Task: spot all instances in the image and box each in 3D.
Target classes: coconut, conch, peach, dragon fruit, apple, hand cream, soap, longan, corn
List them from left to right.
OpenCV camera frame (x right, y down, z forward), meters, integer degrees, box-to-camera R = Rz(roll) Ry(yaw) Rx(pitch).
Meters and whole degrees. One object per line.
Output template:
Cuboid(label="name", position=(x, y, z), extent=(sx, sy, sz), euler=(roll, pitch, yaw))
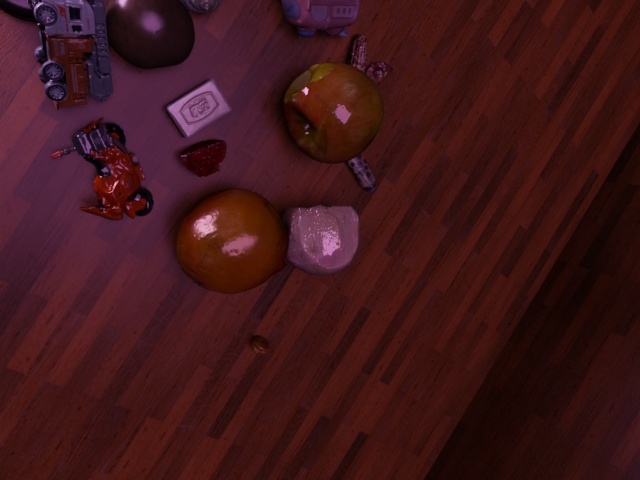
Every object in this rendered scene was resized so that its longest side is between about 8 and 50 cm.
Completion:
Cuboid(label="longan", position=(-0.488, -0.610, 1.392), extent=(0.249, 0.248, 0.248), euler=(-7, 106, -25))
Cuboid(label="conch", position=(-0.384, -0.761, 1.450), extent=(0.173, 0.199, 0.131), euler=(-16, 145, -22))
Cuboid(label="soap", position=(-0.398, -0.430, 1.566), extent=(0.183, 0.064, 0.121), euler=(-37, 119, -13))
Cuboid(label="dragon fruit", position=(-0.392, -0.272, 1.607), extent=(0.162, 0.083, 0.106), euler=(-29, 127, -27))
Cuboid(label="peach", position=(-0.283, 0.004, 1.595), extent=(0.373, 0.290, 0.372), euler=(2, 68, -5))
Cuboid(label="coconut", position=(0.000, 0.000, 1.750), extent=(0.298, 0.297, 0.254), euler=(1, 91, -27))
Cuboid(label="apple", position=(0.049, -0.437, 1.642), extent=(0.340, 0.340, 0.339), euler=(-7, 106, -25))
Cuboid(label="hand cream", position=(0.136, -0.311, 1.870), extent=(0.095, 0.059, 0.276), euler=(-39, 112, -15))
Cuboid(label="corn", position=(0.132, -0.633, 1.773), extent=(0.080, 0.079, 0.236), euler=(7, 98, -28))

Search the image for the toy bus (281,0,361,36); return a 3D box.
Cuboid(label="toy bus", position=(-0.001, -0.799, 1.599), extent=(0.294, 0.197, 0.231), euler=(-15, 122, -29))

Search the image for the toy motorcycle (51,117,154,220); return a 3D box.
Cuboid(label="toy motorcycle", position=(-0.652, -0.195, 1.466), extent=(0.221, 0.148, 0.325), euler=(-37, 121, -38))

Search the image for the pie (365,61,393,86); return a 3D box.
Cuboid(label="pie", position=(0.202, -0.617, 1.833), extent=(0.092, 0.034, 0.169), euler=(37, 86, -33))

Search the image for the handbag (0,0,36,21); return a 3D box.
Cuboid(label="handbag", position=(-0.752, -0.730, 1.293), extent=(0.308, 0.093, 0.253), euler=(-22, 113, -20))

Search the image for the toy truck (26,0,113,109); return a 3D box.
Cuboid(label="toy truck", position=(-0.669, -0.539, 1.303), extent=(0.185, 0.133, 0.338), euler=(-14, 135, -33))

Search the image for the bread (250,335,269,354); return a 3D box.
Cuboid(label="bread", position=(-0.233, 0.404, 1.859), extent=(0.081, 0.083, 0.046), euler=(35, 99, 13))
